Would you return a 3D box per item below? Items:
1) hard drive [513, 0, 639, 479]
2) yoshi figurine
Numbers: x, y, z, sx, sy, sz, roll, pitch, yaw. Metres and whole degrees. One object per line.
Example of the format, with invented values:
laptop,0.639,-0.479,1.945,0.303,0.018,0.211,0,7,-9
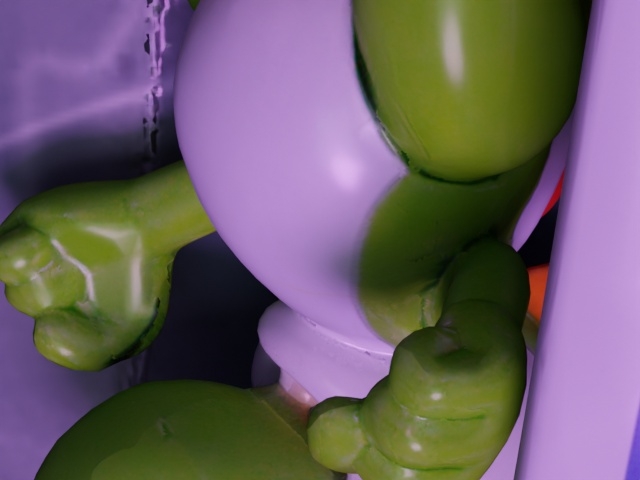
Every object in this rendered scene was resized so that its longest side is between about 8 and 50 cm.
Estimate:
hard drive,0.105,-0.114,0.474,0.040,0.210,0.319,12,119,12
yoshi figurine,-0.017,0.013,0.578,0.203,0.203,0.362,2,122,11
